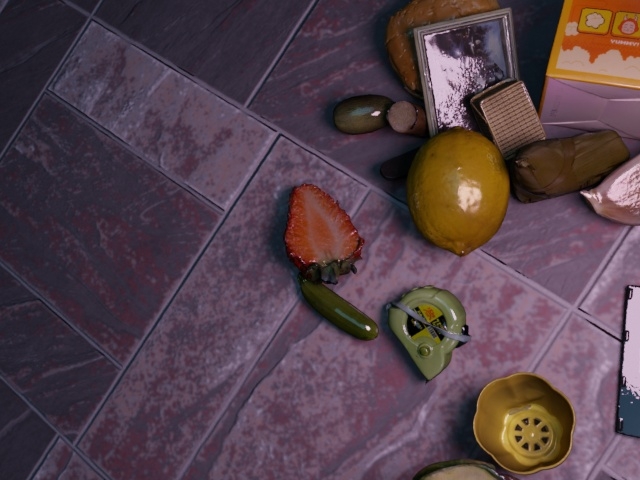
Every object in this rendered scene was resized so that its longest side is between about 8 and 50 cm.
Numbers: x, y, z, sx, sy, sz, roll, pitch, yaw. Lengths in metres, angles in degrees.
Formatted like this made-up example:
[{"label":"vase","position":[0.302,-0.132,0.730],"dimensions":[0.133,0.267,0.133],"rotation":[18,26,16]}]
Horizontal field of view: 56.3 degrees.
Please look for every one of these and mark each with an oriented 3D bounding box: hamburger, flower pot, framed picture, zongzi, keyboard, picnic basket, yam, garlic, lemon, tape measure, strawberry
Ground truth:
[{"label":"hamburger","position":[0.303,-0.483,1.442],"dimensions":[0.283,0.144,0.259],"rotation":[-32,72,5]},{"label":"flower pot","position":[0.422,0.386,1.224],"dimensions":[0.195,0.179,0.195],"rotation":[-10,61,19]},{"label":"framed picture","position":[0.349,-0.361,1.376],"dimensions":[0.232,0.019,0.296],"rotation":[-13,105,0]},{"label":"zongzi","position":[0.525,-0.174,1.244],"dimensions":[0.260,0.289,0.123],"rotation":[-18,78,11]},{"label":"keyboard","position":[0.690,0.255,1.261],"dimensions":[0.106,0.027,0.317],"rotation":[6,82,20]},{"label":"picnic basket","position":[0.422,-0.273,1.354],"dimensions":[0.115,0.079,0.164],"rotation":[-28,105,4]},{"label":"yam","position":[0.225,-0.289,1.436],"dimensions":[0.084,0.127,0.084],"rotation":[-1,89,36]},{"label":"garlic","position":[0.702,-0.132,1.258],"dimensions":[0.266,0.148,0.128],"rotation":[-48,51,9]},{"label":"lemon","position":[0.304,-0.111,1.329],"dimensions":[0.236,0.236,0.263],"rotation":[26,95,19]},{"label":"tape measure","position":[0.248,0.192,1.360],"dimensions":[0.175,0.106,0.200],"rotation":[-44,70,19]},{"label":"strawberry","position":[0.000,0.000,1.468],"dimensions":[0.188,0.106,0.286],"rotation":[-14,62,-10]}]

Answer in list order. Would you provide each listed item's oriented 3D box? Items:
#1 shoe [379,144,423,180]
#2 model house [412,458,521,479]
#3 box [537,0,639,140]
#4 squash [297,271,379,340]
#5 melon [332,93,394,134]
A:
[{"label":"shoe","position":[0.227,-0.181,1.457],"dimensions":[0.179,0.049,0.071],"rotation":[-19,63,-11]},{"label":"model house","position":[0.330,0.545,1.181],"dimensions":[0.321,0.266,0.261],"rotation":[19,93,19]},{"label":"box","position":[0.615,-0.365,1.255],"dimensions":[0.259,0.283,0.214],"rotation":[13,86,17]},{"label":"squash","position":[0.032,0.163,1.446],"dimensions":[0.252,0.066,0.066],"rotation":[34,91,20]},{"label":"melon","position":[0.110,-0.315,1.490],"dimensions":[0.162,0.099,0.099],"rotation":[-7,78,9]}]
